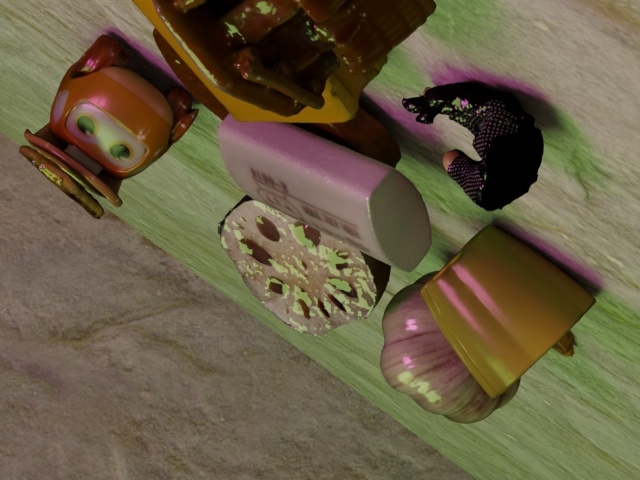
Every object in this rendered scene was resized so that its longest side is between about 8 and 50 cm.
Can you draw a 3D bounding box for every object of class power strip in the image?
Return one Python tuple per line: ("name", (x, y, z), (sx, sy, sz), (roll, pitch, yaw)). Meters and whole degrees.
("power strip", (0.338, 0.127, 2.092), (0.049, 0.028, 0.178), (20, 160, 48))

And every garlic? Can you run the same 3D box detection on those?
("garlic", (0.229, 0.150, 2.077), (0.245, 0.245, 0.253), (40, 145, -20))

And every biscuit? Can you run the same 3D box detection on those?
("biscuit", (-0.412, -0.096, 2.246), (0.118, 0.029, 0.247), (42, 176, 13))
("biscuit", (-0.053, -0.184, 1.868), (0.381, 0.074, 0.359), (27, 166, 23))

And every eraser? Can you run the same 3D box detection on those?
("eraser", (0.005, -0.069, 1.800), (0.270, 0.095, 0.174), (25, 160, 36))

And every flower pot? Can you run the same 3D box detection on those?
("flower pot", (0.240, 0.087, 1.881), (0.179, 0.195, 0.195), (45, 168, 7))

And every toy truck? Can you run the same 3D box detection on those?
("toy truck", (-0.346, -0.191, 2.267), (0.204, 0.211, 0.288), (37, 170, -16))

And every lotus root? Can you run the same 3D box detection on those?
("lotus root", (0.000, 0.000, 2.099), (0.272, 0.192, 0.272), (16, 125, 24))

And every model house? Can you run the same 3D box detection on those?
("model house", (-0.003, -0.241, 1.302), (0.229, 0.219, 0.199), (-35, 107, 28))

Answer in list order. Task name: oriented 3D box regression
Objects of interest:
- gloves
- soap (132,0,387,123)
("gloves", (0.168, -0.126, 1.524), (0.129, 0.106, 0.180), (51, -172, -46))
("soap", (-0.091, -0.260, 1.536), (0.204, 0.096, 0.324), (3, 148, 39))
